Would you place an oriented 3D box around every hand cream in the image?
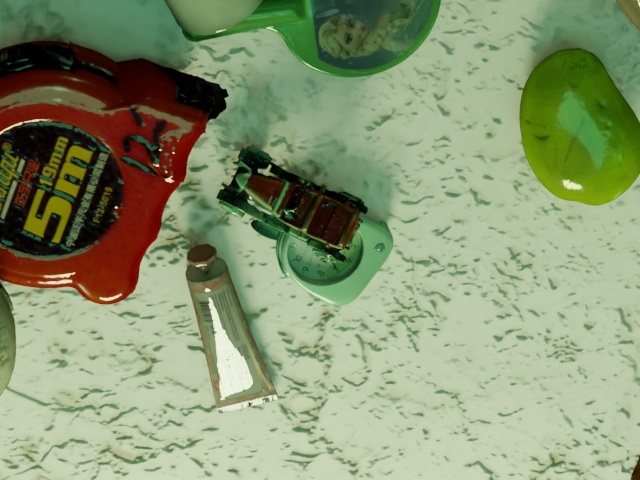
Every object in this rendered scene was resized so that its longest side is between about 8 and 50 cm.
[{"bbox_3d":[-0.098,0.095,2.072,0.067,0.043,0.210,-14,125,0],"label":"hand cream"}]

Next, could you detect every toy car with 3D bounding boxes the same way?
[{"bbox_3d":[-0.028,-0.036,1.971,0.143,0.054,0.073,27,87,1],"label":"toy car"}]

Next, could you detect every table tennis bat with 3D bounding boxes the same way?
[{"bbox_3d":[-0.007,-0.227,1.915,0.257,0.039,0.160,-8,117,-9],"label":"table tennis bat"}]

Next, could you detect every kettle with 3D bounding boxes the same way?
[{"bbox_3d":[-0.127,-0.278,1.823,0.098,0.127,0.148,-39,133,-6],"label":"kettle"}]

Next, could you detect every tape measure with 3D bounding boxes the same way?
[{"bbox_3d":[-0.249,-0.077,1.907,0.260,0.114,0.253,18,115,-15],"label":"tape measure"}]

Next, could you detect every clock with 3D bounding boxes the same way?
[{"bbox_3d":[0.000,0.000,2.035,0.135,0.041,0.101,31,109,-22],"label":"clock"}]

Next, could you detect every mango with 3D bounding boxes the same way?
[{"bbox_3d":[0.257,-0.111,2.003,0.117,0.089,0.163,-30,107,15],"label":"mango"}]

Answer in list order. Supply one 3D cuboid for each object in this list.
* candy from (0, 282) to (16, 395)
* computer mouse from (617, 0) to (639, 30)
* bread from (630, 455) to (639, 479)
[{"bbox_3d":[-0.421,0.070,1.862,0.295,0.295,0.185,35,69,-25],"label":"candy"},{"bbox_3d":[0.382,-0.240,1.952,0.236,0.082,0.145,36,106,-27],"label":"computer mouse"},{"bbox_3d":[0.386,0.251,2.237,0.043,0.109,0.062,8,73,-19],"label":"bread"}]
